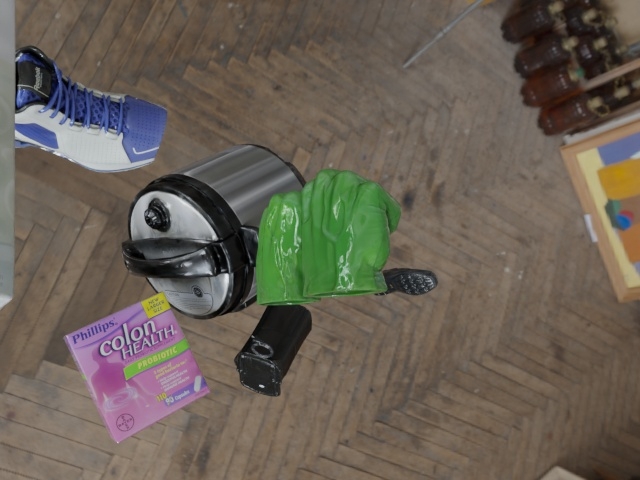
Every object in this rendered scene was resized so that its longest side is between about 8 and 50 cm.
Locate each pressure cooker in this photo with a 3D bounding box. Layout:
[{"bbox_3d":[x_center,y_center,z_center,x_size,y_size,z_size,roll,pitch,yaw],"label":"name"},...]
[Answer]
[{"bbox_3d":[-0.261,-0.016,1.594,0.375,0.369,0.420,43,41,11],"label":"pressure cooker"}]

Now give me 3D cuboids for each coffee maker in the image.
[{"bbox_3d":[-0.089,0.212,1.386,0.120,0.171,0.178,31,45,-3],"label":"coffee maker"}]

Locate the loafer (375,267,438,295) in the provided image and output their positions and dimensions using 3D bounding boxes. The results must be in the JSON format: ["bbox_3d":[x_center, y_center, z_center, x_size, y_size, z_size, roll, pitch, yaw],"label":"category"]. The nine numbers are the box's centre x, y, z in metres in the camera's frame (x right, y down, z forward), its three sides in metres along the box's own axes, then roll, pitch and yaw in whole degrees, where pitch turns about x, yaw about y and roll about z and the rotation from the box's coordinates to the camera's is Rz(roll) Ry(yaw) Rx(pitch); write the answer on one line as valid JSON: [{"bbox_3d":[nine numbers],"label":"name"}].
[{"bbox_3d":[0.223,0.102,1.745,0.078,0.223,0.076,-42,111,-37],"label":"loafer"}]

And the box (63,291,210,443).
[{"bbox_3d":[-0.389,0.264,1.391,0.214,0.117,0.242,-25,89,-26],"label":"box"}]

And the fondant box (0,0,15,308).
[{"bbox_3d":[-0.355,-0.102,0.464,0.238,0.096,0.330,18,46,-45],"label":"fondant box"}]

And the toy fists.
[{"bbox_3d":[0.000,0.000,0.787,0.096,0.279,0.142,2,81,-25],"label":"toy fists"}]

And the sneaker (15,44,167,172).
[{"bbox_3d":[-0.398,-0.200,1.016,0.316,0.182,0.127,7,77,-19],"label":"sneaker"}]
